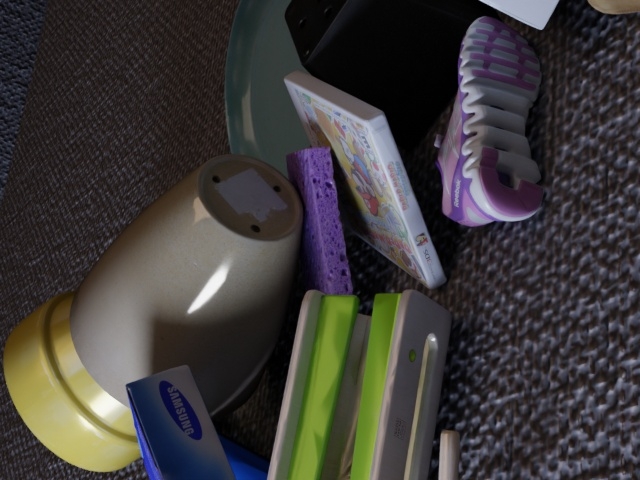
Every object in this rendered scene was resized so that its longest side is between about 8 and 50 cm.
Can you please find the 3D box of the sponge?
[{"bbox_3d":[0.000,0.000,1.318,0.117,0.031,0.210,174,88,-76],"label":"sponge"}]

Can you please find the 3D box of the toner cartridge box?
[{"bbox_3d":[-0.108,0.316,1.207,0.165,0.075,0.348,92,155,-51],"label":"toner cartridge box"}]

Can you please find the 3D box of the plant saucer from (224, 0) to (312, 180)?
[{"bbox_3d":[-0.054,-0.208,1.568,0.317,0.044,0.317,179,90,-65],"label":"plant saucer"}]

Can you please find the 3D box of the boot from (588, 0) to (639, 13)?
[{"bbox_3d":[0.348,-0.311,0.975,0.269,0.089,0.236,17,85,63],"label":"boot"}]

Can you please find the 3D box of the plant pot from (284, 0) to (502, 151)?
[{"bbox_3d":[0.067,-0.250,1.339,0.187,0.167,0.188,-53,32,27],"label":"plant pot"}]

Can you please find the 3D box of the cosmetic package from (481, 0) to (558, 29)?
[{"bbox_3d":[0.238,-0.418,1.142,0.377,0.097,0.284,-63,11,18],"label":"cosmetic package"}]

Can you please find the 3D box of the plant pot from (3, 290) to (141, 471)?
[{"bbox_3d":[-0.259,0.150,1.591,0.239,0.254,0.254,-37,40,22],"label":"plant pot"}]

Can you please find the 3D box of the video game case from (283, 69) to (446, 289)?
[{"bbox_3d":[0.045,-0.070,1.259,0.026,0.206,0.227,-30,27,-12],"label":"video game case"}]

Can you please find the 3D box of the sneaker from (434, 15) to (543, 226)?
[{"bbox_3d":[0.160,-0.114,1.176,0.104,0.095,0.236,-38,42,56],"label":"sneaker"}]

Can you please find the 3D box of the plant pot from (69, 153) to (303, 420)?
[{"bbox_3d":[-0.133,0.033,1.362,0.274,0.257,0.256,123,151,-42],"label":"plant pot"}]

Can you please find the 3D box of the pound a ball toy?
[{"bbox_3d":[0.073,0.213,1.105,0.208,0.136,0.319,-2,68,33],"label":"pound a ball toy"}]

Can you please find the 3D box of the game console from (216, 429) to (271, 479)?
[{"bbox_3d":[-0.142,0.374,1.449,0.250,0.173,0.293,22,93,30],"label":"game console"}]
